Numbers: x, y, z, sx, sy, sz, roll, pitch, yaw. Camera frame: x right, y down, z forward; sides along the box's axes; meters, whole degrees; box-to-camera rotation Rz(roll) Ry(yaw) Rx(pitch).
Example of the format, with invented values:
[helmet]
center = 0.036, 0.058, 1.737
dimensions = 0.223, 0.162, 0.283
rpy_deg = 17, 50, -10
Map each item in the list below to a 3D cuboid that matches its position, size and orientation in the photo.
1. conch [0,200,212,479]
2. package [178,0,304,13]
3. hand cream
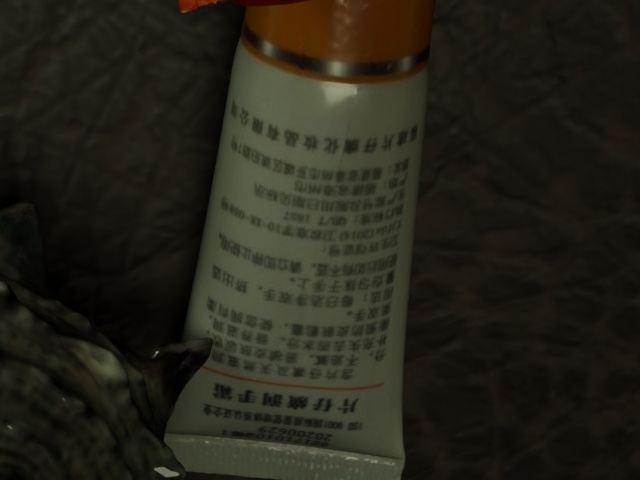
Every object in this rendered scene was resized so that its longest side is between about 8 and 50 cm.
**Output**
[conch]
center = -0.193, 0.099, 0.714
dimensions = 0.240, 0.186, 0.313
rpy_deg = -21, 134, 27
[package]
center = 0.124, -0.221, 0.603
dimensions = 0.423, 0.123, 0.196
rpy_deg = -12, 94, -13
[hand cream]
center = 0.000, 0.000, 0.742
dimensions = 0.139, 0.089, 0.314
rpy_deg = 9, 117, -4
